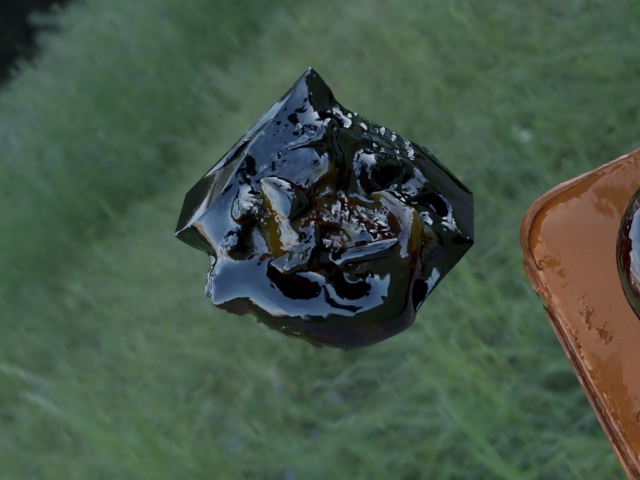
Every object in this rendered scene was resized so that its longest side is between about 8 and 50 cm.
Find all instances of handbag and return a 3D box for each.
[{"bbox_3d":[0.399,0.090,1.564,0.303,0.410,0.116,-27,-20,8],"label":"handbag"}]

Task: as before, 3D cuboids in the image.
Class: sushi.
[{"bbox_3d":[0.001,0.001,1.632,0.215,0.227,0.212,-43,20,29],"label":"sushi"}]

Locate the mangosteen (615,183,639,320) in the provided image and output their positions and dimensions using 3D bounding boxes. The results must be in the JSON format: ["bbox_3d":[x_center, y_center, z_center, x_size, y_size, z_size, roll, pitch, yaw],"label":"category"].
[{"bbox_3d":[0.345,-0.016,1.280,0.215,0.257,0.215,-4,41,4],"label":"mangosteen"}]
